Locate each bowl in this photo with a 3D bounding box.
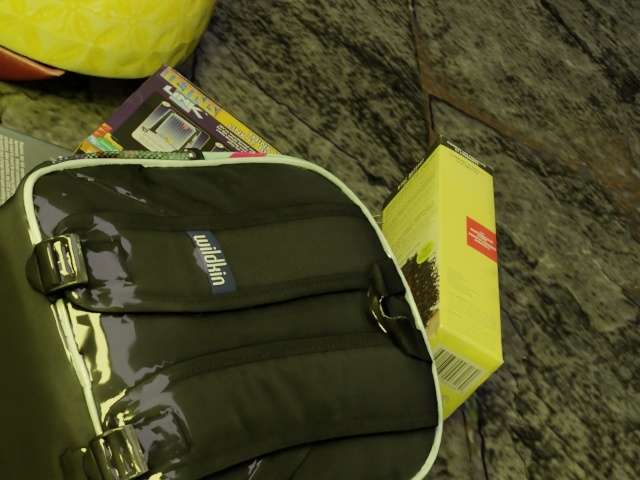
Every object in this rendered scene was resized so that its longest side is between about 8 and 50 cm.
[{"bbox_3d":[-0.171,-0.269,1.085,0.289,0.156,0.289,27,34,-20],"label":"bowl"}]

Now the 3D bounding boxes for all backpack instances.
[{"bbox_3d":[-0.065,0.070,0.822,0.253,0.191,0.225,-10,75,-42],"label":"backpack"}]

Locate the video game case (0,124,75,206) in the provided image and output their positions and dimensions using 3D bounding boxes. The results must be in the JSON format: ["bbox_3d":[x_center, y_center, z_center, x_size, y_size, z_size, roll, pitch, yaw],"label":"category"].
[{"bbox_3d":[-0.121,0.026,0.988,0.274,0.026,0.196,20,37,-30],"label":"video game case"}]

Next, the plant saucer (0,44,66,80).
[{"bbox_3d":[-0.295,-0.229,1.098,0.258,0.048,0.259,25,34,-22],"label":"plant saucer"}]

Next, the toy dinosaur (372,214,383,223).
[{"bbox_3d":[0.000,0.000,1.150,0.090,0.047,0.082,-11,61,-11],"label":"toy dinosaur"}]

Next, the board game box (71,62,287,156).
[{"bbox_3d":[-0.074,-0.029,1.036,0.170,0.048,0.141,38,30,-3],"label":"board game box"}]

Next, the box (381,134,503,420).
[{"bbox_3d":[0.087,0.025,1.144,0.058,0.087,0.232,30,33,-16],"label":"box"}]
